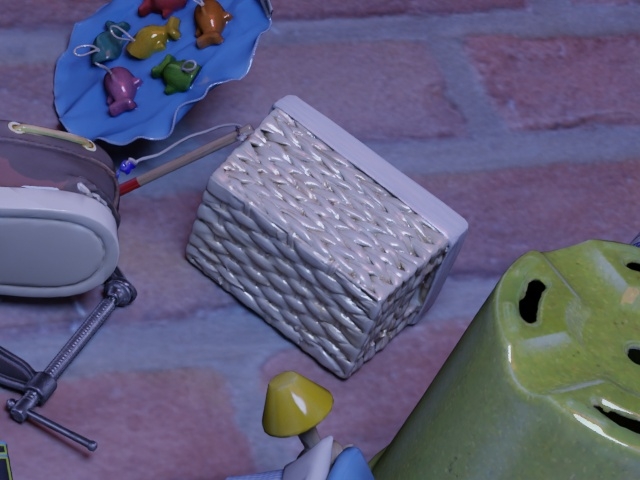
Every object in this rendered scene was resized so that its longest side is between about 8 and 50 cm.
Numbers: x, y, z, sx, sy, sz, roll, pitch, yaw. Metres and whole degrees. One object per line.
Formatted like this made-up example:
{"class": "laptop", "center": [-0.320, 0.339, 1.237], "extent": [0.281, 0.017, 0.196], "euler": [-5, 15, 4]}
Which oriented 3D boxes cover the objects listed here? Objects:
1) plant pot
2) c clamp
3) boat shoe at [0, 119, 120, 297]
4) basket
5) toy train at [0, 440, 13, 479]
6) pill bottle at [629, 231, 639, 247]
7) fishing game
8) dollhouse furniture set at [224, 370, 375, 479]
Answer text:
{"class": "plant pot", "center": [0.150, 0.148, 1.099], "extent": [0.276, 0.254, 0.276], "euler": [12, 38, -10]}
{"class": "c clamp", "center": [-0.180, 0.059, 1.240], "extent": [0.137, 0.022, 0.161], "euler": [23, 49, 6]}
{"class": "boat shoe", "center": [-0.293, -0.040, 1.212], "extent": [0.324, 0.117, 0.097], "euler": [7, 46, -11]}
{"class": "basket", "center": [0.000, 0.000, 1.291], "extent": [0.167, 0.113, 0.103], "euler": [36, 51, 12]}
{"class": "toy train", "center": [-0.248, 0.124, 1.123], "extent": [0.105, 0.080, 0.184], "euler": [5, 47, -28]}
{"class": "pill bottle", "center": [0.235, 0.074, 1.316], "extent": [0.112, 0.112, 0.186], "euler": [37, 49, 12]}
{"class": "fishing game", "center": [-0.122, -0.148, 1.346], "extent": [0.189, 0.041, 0.264], "euler": [-23, 46, 15]}
{"class": "dollhouse furniture set", "center": [-0.148, 0.171, 0.971], "extent": [0.286, 0.198, 0.303], "euler": [-13, 29, 21]}
